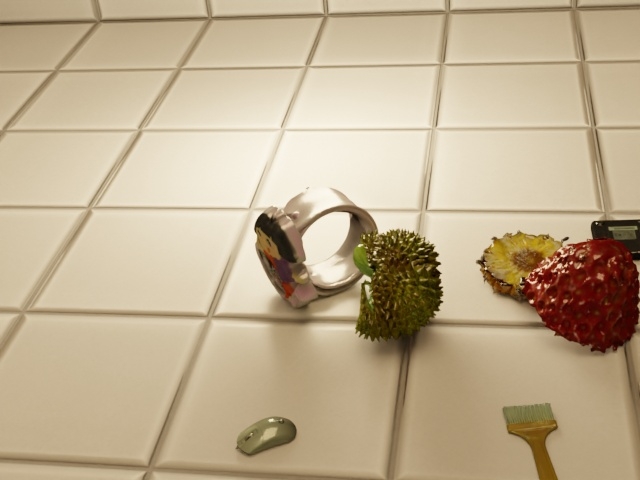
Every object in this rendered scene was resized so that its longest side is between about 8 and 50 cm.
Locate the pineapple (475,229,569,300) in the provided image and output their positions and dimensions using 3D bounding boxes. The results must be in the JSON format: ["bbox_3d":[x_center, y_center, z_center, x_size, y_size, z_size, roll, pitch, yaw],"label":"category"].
[{"bbox_3d":[0.423,0.051,1.968,0.221,0.047,0.221,-3,37,2],"label":"pineapple"}]

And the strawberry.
[{"bbox_3d":[0.495,0.066,1.788,0.234,0.178,0.234,8,40,-7],"label":"strawberry"}]

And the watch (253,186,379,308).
[{"bbox_3d":[0.000,0.000,1.928,0.231,0.244,0.196,-25,37,-15],"label":"watch"}]

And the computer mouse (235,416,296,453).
[{"bbox_3d":[-0.094,0.325,1.647,0.110,0.032,0.056,-18,35,-17],"label":"computer mouse"}]

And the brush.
[{"bbox_3d":[0.355,0.339,1.578,0.083,0.011,0.205,-5,35,0],"label":"brush"}]

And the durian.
[{"bbox_3d":[0.143,0.079,1.824,0.177,0.200,0.237,-9,27,15],"label":"durian"}]

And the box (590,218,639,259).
[{"bbox_3d":[0.631,-0.004,2.026,0.126,0.027,0.125,-1,34,8],"label":"box"}]
